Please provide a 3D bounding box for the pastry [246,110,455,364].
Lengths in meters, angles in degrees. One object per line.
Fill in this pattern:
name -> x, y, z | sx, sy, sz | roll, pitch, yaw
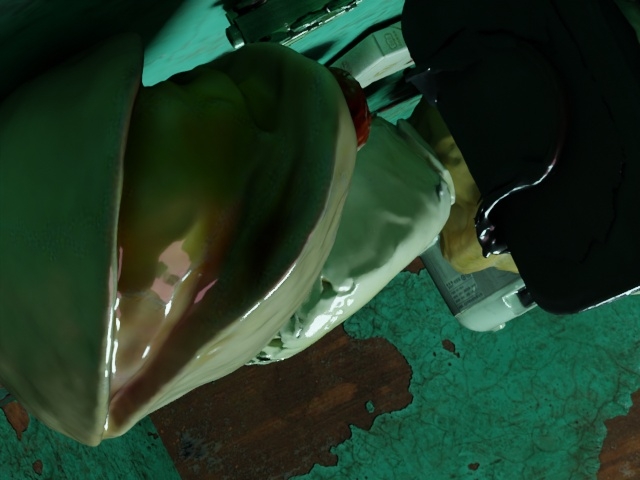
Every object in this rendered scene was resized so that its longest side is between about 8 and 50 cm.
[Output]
pastry -> -0.002, 0.001, 1.319 | 0.265, 0.133, 0.265 | -39, -178, 1

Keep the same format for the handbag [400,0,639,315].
handbag -> 0.179, -0.087, 0.920 | 0.181, 0.254, 0.181 | -15, 167, -48

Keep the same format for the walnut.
walnut -> 0.192, -0.082, 1.409 | 0.257, 0.224, 0.257 | -57, 179, -2

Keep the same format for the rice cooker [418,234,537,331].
rice cooker -> 0.231, -0.051, 1.836 | 0.288, 0.277, 0.288 | -31, 175, -3

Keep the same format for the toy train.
toy train -> -0.010, -0.121, 0.755 | 0.083, 0.033, 0.053 | -28, -178, 5

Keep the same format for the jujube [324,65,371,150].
jujube -> -0.029, -0.078, 1.027 | 0.129, 0.077, 0.077 | -17, 177, -1

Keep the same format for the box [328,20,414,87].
box -> 0.081, -0.155, 1.106 | 0.167, 0.024, 0.090 | -27, 178, -33

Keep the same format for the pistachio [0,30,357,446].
pistachio -> -0.091, 0.003, 0.719 | 0.187, 0.187, 0.299 | -26, 176, -24
